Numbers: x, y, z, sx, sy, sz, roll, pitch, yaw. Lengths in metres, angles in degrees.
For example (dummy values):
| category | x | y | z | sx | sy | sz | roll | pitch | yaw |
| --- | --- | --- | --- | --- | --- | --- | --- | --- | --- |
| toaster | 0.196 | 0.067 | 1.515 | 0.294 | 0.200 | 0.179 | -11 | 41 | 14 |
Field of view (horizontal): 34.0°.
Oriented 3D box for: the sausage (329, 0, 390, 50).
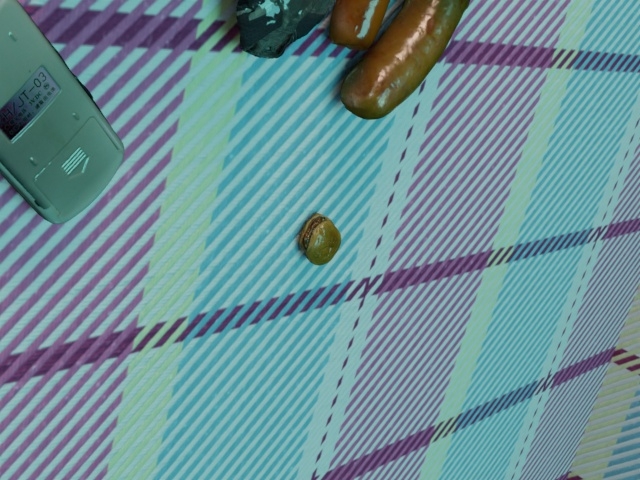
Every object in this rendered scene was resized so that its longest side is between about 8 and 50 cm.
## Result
| category | x | y | z | sx | sy | sz | roll | pitch | yaw |
| --- | --- | --- | --- | --- | --- | --- | --- | --- | --- |
| sausage | 0.072 | -0.373 | 1.526 | 0.076 | 0.076 | 0.197 | 14 | 100 | -56 |

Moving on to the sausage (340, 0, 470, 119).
| category | x | y | z | sx | sy | sz | roll | pitch | yaw |
| --- | --- | --- | --- | --- | --- | --- | --- | --- | --- |
| sausage | 0.130 | -0.297 | 1.635 | 0.270 | 0.109 | 0.109 | -54 | 145 | -14 |

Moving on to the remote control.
| category | x | y | z | sx | sy | sz | roll | pitch | yaw |
| --- | --- | --- | --- | --- | --- | --- | --- | --- | --- |
| remote control | -0.326 | -0.142 | 1.172 | 0.140 | 0.056 | 0.296 | -50 | 146 | -15 |

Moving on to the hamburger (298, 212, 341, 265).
| category | x | y | z | sx | sy | sz | roll | pitch | yaw |
| --- | --- | --- | --- | --- | --- | --- | --- | --- | --- |
| hamburger | 0.000 | 0.000 | 1.715 | 0.076 | 0.044 | 0.083 | -55 | 148 | -10 |

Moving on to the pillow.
| category | x | y | z | sx | sy | sz | roll | pitch | yaw |
| --- | --- | --- | --- | --- | --- | --- | --- | --- | --- |
| pillow | -0.025 | -0.396 | 1.363 | 0.161 | 0.092 | 0.335 | 1 | 113 | -47 |
